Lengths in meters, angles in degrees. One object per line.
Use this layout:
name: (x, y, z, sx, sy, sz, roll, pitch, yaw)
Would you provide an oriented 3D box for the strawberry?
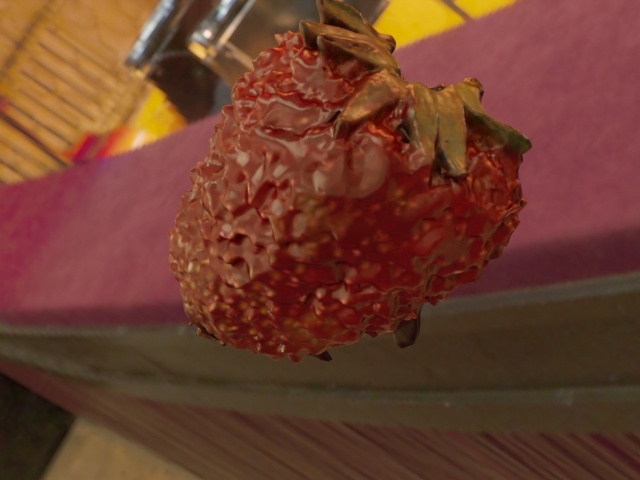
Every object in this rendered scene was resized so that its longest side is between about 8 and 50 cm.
strawberry: (0.000, 0.000, 0.961, 0.306, 0.233, 0.138, -58, -2, 24)
